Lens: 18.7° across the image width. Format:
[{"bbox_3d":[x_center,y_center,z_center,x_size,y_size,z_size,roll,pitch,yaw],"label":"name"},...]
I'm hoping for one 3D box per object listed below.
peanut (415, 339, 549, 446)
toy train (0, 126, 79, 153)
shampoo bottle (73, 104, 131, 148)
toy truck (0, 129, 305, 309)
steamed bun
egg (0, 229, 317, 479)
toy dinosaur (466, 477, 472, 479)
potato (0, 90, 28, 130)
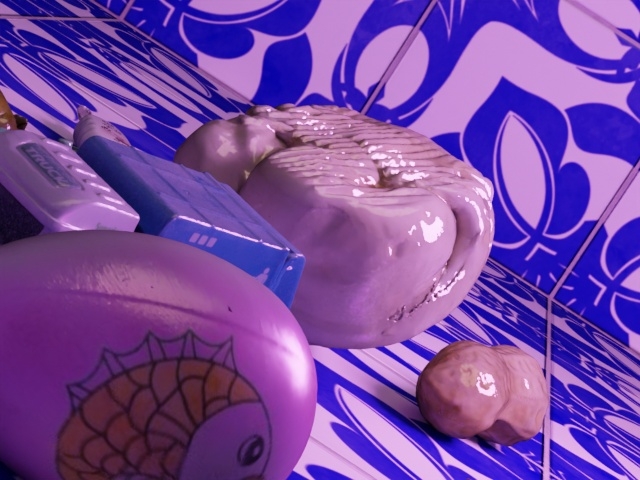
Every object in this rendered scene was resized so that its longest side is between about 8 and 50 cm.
[{"bbox_3d":[0.185,0.178,2.201,0.125,0.111,0.274,52,19,19],"label":"peanut"},{"bbox_3d":[-0.300,-0.052,1.827,0.159,0.101,0.248,16,10,-3],"label":"toy train"},{"bbox_3d":[-0.275,-0.127,2.427,0.077,0.045,0.152,28,9,-25],"label":"shampoo bottle"},{"bbox_3d":[-0.167,0.023,1.585,0.146,0.175,0.367,41,13,31],"label":"toy truck"},{"bbox_3d":[0.000,0.000,2.101,0.352,0.247,0.339,29,23,30],"label":"steamed bun"},{"bbox_3d":[-0.130,0.090,1.298,0.271,0.196,0.196,14,15,-22],"label":"egg"},{"bbox_3d":[0.181,0.272,1.874,0.113,0.041,0.026,32,11,26],"label":"toy dinosaur"},{"bbox_3d":[-0.411,-0.176,2.076,0.225,0.090,0.117,40,3,6],"label":"potato"}]
